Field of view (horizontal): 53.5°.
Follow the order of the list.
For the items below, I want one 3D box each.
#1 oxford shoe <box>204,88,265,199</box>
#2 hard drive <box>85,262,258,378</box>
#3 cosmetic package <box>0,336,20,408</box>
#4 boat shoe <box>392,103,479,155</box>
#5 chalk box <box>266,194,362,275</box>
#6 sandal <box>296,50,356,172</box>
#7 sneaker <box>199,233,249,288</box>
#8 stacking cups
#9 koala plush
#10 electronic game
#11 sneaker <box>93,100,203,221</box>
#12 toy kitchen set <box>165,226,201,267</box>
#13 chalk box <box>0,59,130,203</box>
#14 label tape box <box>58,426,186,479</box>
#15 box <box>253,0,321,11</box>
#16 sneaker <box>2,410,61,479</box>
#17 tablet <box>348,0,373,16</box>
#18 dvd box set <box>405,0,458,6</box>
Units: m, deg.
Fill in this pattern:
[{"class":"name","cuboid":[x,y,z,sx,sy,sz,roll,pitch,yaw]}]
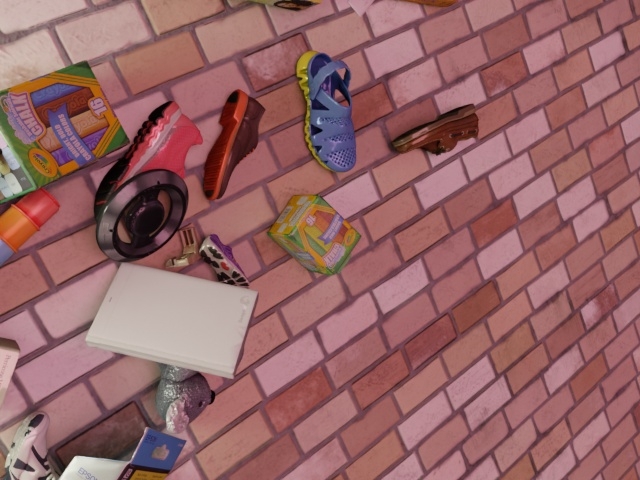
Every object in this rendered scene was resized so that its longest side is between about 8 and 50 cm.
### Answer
[{"class":"oxford shoe","cuboid":[-0.196,-0.214,1.494,0.098,0.097,0.271,23,81,-35]},{"class":"hard drive","cuboid":[-0.305,0.163,1.342,0.308,0.040,0.203,12,53,3]},{"class":"cosmetic package","cuboid":[-0.738,0.232,1.179,0.296,0.129,0.153,18,82,-30]},{"class":"boat shoe","cuboid":[0.341,-0.292,1.789,0.307,0.111,0.104,-27,104,-26]},{"class":"chalk box","cuboid":[0.000,0.000,1.593,0.213,0.132,0.132,42,73,-25]},{"class":"sandal","cuboid":[0.030,-0.324,1.595,0.126,0.138,0.317,-23,105,-29]},{"class":"sneaker","cuboid":[-0.217,0.052,1.510,0.169,0.068,0.071,60,28,-31]},{"class":"stacking cups","cuboid":[-0.645,0.024,1.244,0.316,0.096,0.096,-46,113,-21]},{"class":"koala plush","cuboid":[-0.303,0.309,1.412,0.204,0.196,0.221,15,85,-18]},{"class":"electronic game","cuboid":[-0.376,-0.051,1.358,0.229,0.048,0.229,-40,151,-27]},{"class":"sneaker","cuboid":[-0.366,-0.150,1.386,0.136,0.116,0.313,39,74,-29]},{"class":"toy kitchen set","cuboid":[-0.324,0.018,1.448,0.068,0.083,0.075,-11,100,13]},{"class":"chalk box","cuboid":[-0.550,-0.191,1.194,0.289,0.180,0.179,-40,112,-44]},{"class":"label tape box","cuboid":[-0.445,0.527,1.296,0.115,0.249,0.347,27,73,16]},{"class":"box","cuboid":[-0.108,-0.596,1.499,0.232,0.087,0.058,-6,94,-44]},{"class":"sneaker","cuboid":[-0.566,0.474,1.311,0.153,0.094,0.234,23,81,-30]},{"class":"tablet","cuboid":[0.112,-0.646,1.701,0.054,0.006,0.083,44,71,-24]},{"class":"dvd box set","cuboid":[0.187,-0.808,1.702,0.421,0.062,0.307,-4,92,-30]}]
